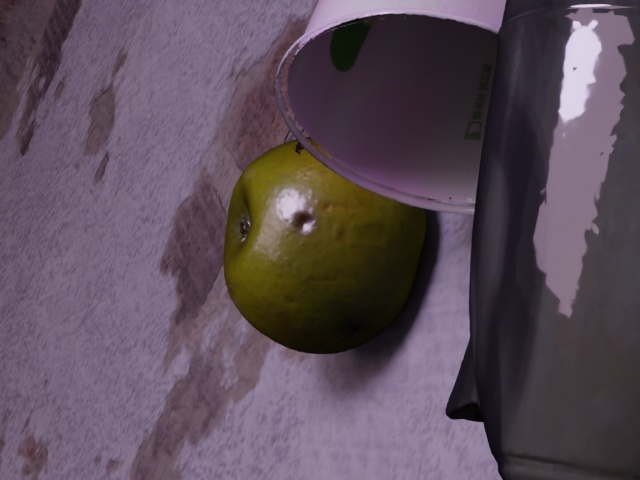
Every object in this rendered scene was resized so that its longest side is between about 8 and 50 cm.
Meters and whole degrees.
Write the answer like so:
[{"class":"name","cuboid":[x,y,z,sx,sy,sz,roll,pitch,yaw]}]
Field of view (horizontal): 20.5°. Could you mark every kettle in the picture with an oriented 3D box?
[{"class":"kettle","cuboid":[0.228,0.021,1.008,0.321,0.228,0.324,6,81,34]}]

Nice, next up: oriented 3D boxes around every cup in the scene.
[{"class":"cup","cuboid":[0.117,-0.192,1.359,0.253,0.253,0.274,-32,36,54]}]

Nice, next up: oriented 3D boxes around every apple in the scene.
[{"class":"apple","cuboid":[0.000,0.000,1.537,0.196,0.157,0.196,-167,90,-71]}]
